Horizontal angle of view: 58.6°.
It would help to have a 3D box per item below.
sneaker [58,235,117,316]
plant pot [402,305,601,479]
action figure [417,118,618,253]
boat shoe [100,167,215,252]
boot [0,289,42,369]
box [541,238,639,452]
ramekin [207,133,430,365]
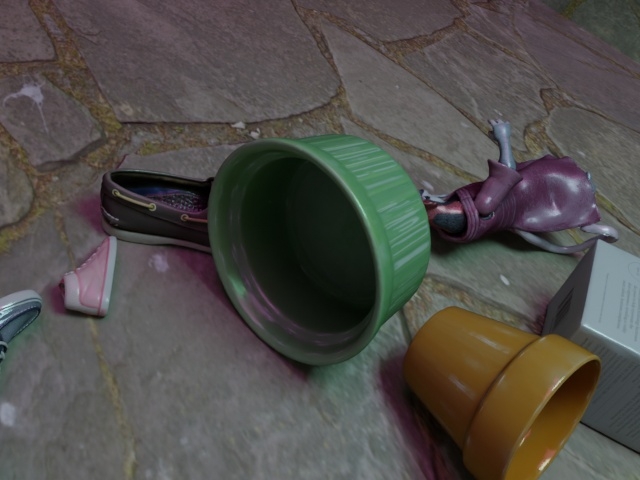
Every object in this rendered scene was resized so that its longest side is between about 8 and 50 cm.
[{"bbox_3d":[-0.326,0.044,0.801,0.070,0.051,0.134,7,47,-17],"label":"sneaker"},{"bbox_3d":[0.215,0.185,0.733,0.205,0.205,0.188,-23,40,-34],"label":"plant pot"},{"bbox_3d":[0.304,-0.051,1.036,0.370,0.248,0.276,-17,79,-32],"label":"action figure"},{"bbox_3d":[-0.181,-0.050,0.910,0.324,0.097,0.117,6,43,-11],"label":"boat shoe"},{"bbox_3d":[-0.398,0.143,0.675,0.086,0.069,0.190,39,55,13],"label":"boot"},{"bbox_3d":[0.514,0.187,0.828,0.345,0.168,0.215,27,43,12],"label":"box"},{"bbox_3d":[0.000,0.000,0.776,0.303,0.304,0.148,40,40,23],"label":"ramekin"}]
